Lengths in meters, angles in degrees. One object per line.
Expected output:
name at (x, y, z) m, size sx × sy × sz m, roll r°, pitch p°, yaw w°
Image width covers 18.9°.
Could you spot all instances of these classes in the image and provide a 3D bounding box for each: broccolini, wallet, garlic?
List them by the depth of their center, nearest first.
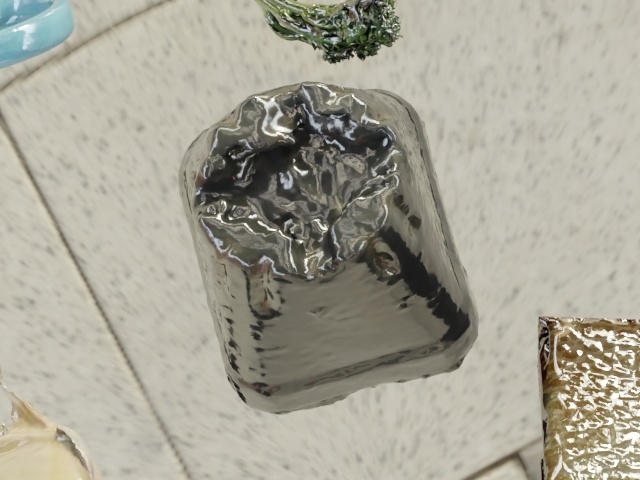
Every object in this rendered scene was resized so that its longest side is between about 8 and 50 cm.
broccolini at (-0.035, -0.149, 0.994) m, size 0.194 × 0.054 × 0.052 m, roll 41°, pitch 99°, yaw 18°
wallet at (0.235, 0.097, 1.001) m, size 0.243 × 0.039 × 0.133 m, roll 0°, pitch 46°, yaw 2°
garlic at (-0.258, 0.243, 1.591) m, size 0.196 × 0.151 × 0.338 m, roll 26°, pitch 49°, yaw 1°

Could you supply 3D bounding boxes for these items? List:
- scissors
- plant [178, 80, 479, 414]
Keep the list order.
scissors at (-0.209, -0.189, 1.381) m, size 0.192 × 0.447 × 0.029 m, roll -5°, pitch 111°, yaw 18°
plant at (0.000, 0.000, 1.023) m, size 0.142 × 0.256 × 0.164 m, roll -17°, pitch 73°, yaw 5°
